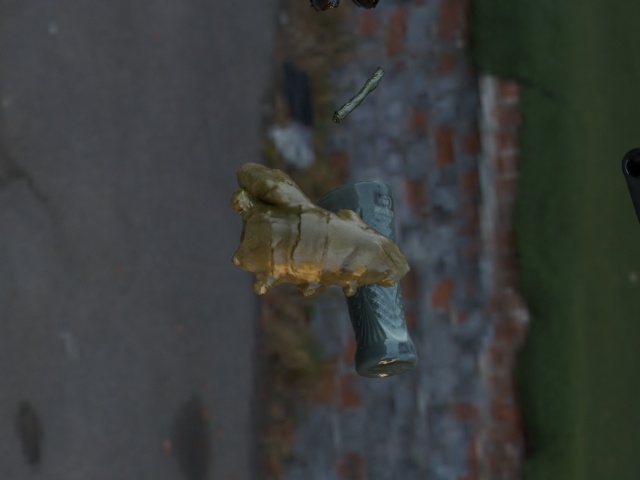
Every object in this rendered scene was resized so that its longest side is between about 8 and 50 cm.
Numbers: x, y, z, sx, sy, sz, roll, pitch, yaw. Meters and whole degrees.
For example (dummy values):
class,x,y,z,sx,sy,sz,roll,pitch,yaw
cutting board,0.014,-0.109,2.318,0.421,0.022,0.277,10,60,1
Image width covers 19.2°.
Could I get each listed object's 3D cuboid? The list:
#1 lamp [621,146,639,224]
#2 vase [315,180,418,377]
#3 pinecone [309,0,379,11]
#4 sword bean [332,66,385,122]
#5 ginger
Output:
class,x,y,z,sx,sy,sz,roll,pitch,yaw
lamp,0.484,0.054,1.908,0.205,0.272,0.374,13,63,-46
vase,0.059,0.049,2.225,0.096,0.096,0.219,40,36,-65
pinecone,0.045,-0.356,2.086,0.221,0.221,0.221,-7,90,-72
sword bean,0.033,-0.120,1.554,0.083,0.012,0.012,-48,131,-44
ginger,-0.011,0.007,1.931,0.081,0.205,0.115,-60,-179,45
